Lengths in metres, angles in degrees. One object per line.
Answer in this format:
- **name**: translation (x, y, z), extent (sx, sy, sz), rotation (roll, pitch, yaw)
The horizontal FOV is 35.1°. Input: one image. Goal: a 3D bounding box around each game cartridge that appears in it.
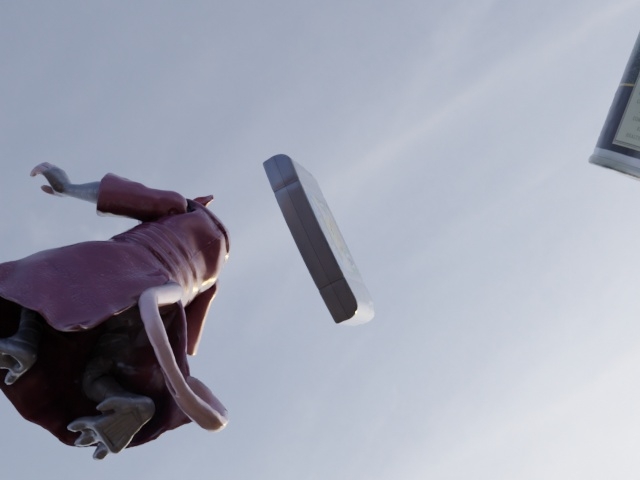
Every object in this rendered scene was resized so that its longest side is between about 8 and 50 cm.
- **game cartridge**: translation (0.000, 0.000, 0.472), extent (0.017, 0.083, 0.056), rotation (-27, -11, 12)

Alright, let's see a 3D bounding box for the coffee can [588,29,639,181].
- **coffee can**: translation (0.342, -0.154, 0.745), extent (0.201, 0.201, 0.275), rotation (14, -80, -34)

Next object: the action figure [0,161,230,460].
- **action figure**: translation (-0.178, 0.026, 1.001), extent (0.276, 0.370, 0.248), rotation (-17, -71, 31)
